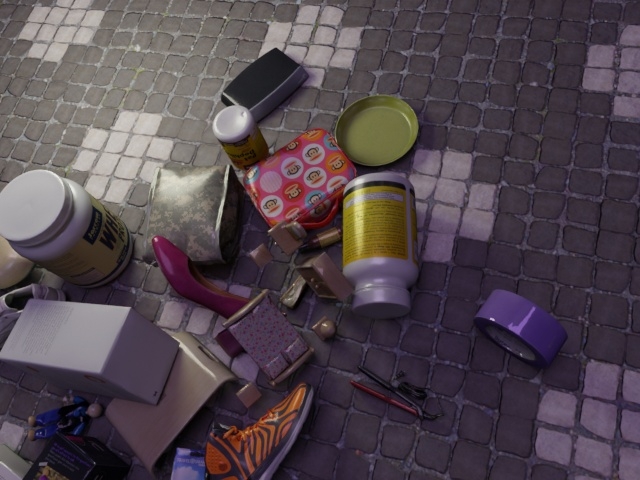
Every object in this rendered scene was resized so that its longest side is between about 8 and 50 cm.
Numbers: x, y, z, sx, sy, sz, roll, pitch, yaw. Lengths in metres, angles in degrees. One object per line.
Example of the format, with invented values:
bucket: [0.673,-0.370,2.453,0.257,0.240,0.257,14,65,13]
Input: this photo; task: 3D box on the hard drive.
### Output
hard drive: [-0.181,-0.492,1.787,0.254,0.054,0.172,-43,65,-8]

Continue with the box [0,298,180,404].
box: [-0.566,0.272,1.403,0.345,0.215,0.168,1,58,26]

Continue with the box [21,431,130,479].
box: [-0.614,0.611,1.336,0.143,0.165,0.270,28,75,22]

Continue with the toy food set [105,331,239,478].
toy food set: [-0.375,0.403,1.430,0.219,0.092,0.306,32,75,35]

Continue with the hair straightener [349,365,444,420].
hair straightener: [0.188,0.349,1.340,0.230,0.047,0.089,22,73,20]

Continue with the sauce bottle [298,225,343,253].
sauce bottle: [0.000,0.000,1.539,0.128,0.042,0.042,-21,64,4]

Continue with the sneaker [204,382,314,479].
sneaker: [-0.155,0.442,1.309,0.180,0.124,0.321,33,76,3]

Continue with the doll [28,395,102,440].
doll: [-0.657,0.468,1.475,0.188,0.046,0.129,-18,55,-3]

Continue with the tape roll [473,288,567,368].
tape roll: [0.445,0.198,1.271,0.189,0.189,0.080,34,79,23]

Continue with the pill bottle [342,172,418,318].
pill bottle: [0.148,0.016,1.417,0.187,0.188,0.334,-3,66,11]

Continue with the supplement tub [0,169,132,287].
supplement tub: [-0.690,-0.026,1.544,0.235,0.325,0.236,-4,66,10]

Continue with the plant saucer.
plant saucer: [0.163,-0.313,1.643,0.240,0.037,0.241,-5,66,11]

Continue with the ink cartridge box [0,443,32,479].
ink cartridge box: [-0.836,0.666,1.389,0.198,0.115,0.273,25,74,21]

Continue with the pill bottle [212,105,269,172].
pill bottle: [-0.217,-0.276,1.610,0.117,0.215,0.117,-5,66,10]

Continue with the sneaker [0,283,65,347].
sneaker: [-0.880,0.204,1.582,0.305,0.152,0.114,-31,66,-1]

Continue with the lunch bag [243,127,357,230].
lunch bag: [-0.041,-0.144,1.567,0.293,0.120,0.258,-32,65,-3]

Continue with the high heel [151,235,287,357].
high heel: [-0.258,0.107,1.441,0.181,0.127,0.377,-36,102,3]

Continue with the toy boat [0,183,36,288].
toy boat: [-0.926,-0.007,1.704,0.267,0.148,0.318,11,77,22]

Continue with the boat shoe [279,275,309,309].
boat shoe: [-0.052,0.107,1.497,0.048,0.056,0.153,27,82,17]

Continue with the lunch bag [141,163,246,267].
lunch bag: [-0.350,-0.053,1.569,0.235,0.169,0.287,-1,62,12]

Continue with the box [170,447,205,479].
box: [-0.300,0.585,1.328,0.108,0.042,0.178,9,66,-8]

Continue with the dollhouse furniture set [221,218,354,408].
dollhouse furniture set: [-0.117,0.171,1.329,0.355,0.174,0.303,-40,97,-16]
